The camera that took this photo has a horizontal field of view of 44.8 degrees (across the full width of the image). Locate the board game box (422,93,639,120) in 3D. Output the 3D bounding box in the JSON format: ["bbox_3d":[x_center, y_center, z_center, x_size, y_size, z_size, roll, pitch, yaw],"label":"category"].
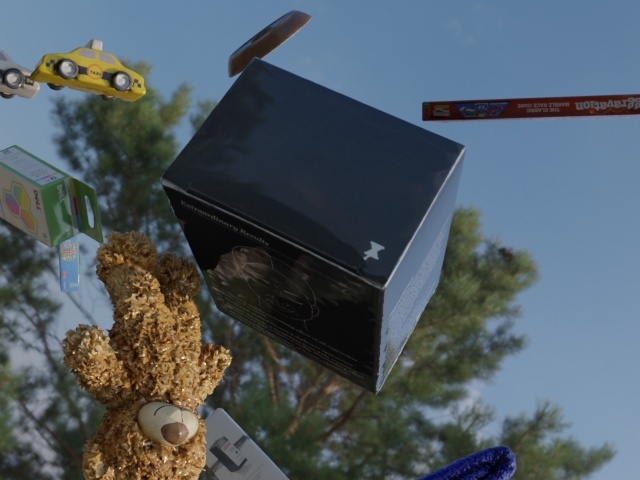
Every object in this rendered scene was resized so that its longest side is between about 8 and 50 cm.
[{"bbox_3d":[0.280,-0.165,0.979,0.281,0.145,0.027,1,-81,18],"label":"board game box"}]

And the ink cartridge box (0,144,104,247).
[{"bbox_3d":[-0.435,-0.061,1.216,0.209,0.062,0.109,26,-49,30],"label":"ink cartridge box"}]

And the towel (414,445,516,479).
[{"bbox_3d":[0.163,0.408,1.210,0.076,0.227,0.308,58,-20,21],"label":"towel"}]

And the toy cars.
[{"bbox_3d":[-0.504,-0.311,1.380,0.393,0.087,0.176,4,-6,11],"label":"toy cars"}]

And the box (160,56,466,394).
[{"bbox_3d":[0.000,0.000,1.045,0.293,0.212,0.395,26,-23,15],"label":"box"}]

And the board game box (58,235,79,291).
[{"bbox_3d":[-0.495,-0.006,1.530,0.211,0.039,0.160,-141,-128,-67],"label":"board game box"}]

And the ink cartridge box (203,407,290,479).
[{"bbox_3d":[-0.126,0.423,1.398,0.218,0.092,0.158,37,-18,42],"label":"ink cartridge box"}]

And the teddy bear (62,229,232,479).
[{"bbox_3d":[-0.203,0.140,0.964,0.113,0.338,0.245,-19,-51,21],"label":"teddy bear"}]

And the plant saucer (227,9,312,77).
[{"bbox_3d":[-0.090,-0.327,1.271,0.029,0.168,0.168,52,-27,-18],"label":"plant saucer"}]
